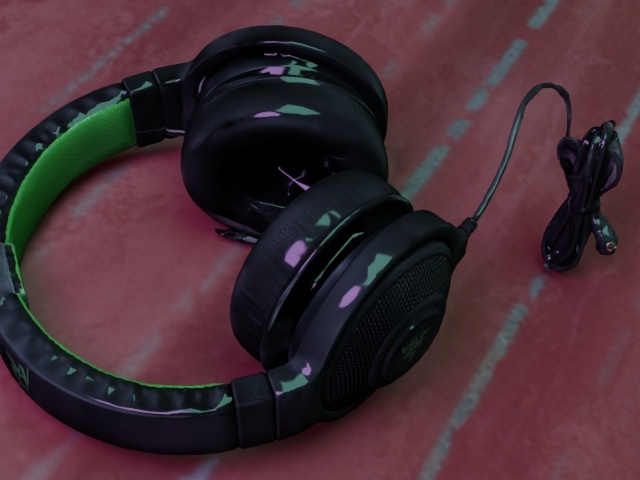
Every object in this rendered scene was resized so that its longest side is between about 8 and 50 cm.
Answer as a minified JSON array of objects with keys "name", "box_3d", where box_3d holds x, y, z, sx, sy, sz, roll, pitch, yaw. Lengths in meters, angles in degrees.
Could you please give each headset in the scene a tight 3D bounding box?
[{"name":"headset","box_3d":[0.000,0.000,0.685,0.394,0.185,0.243,-15,55,-11]}]
